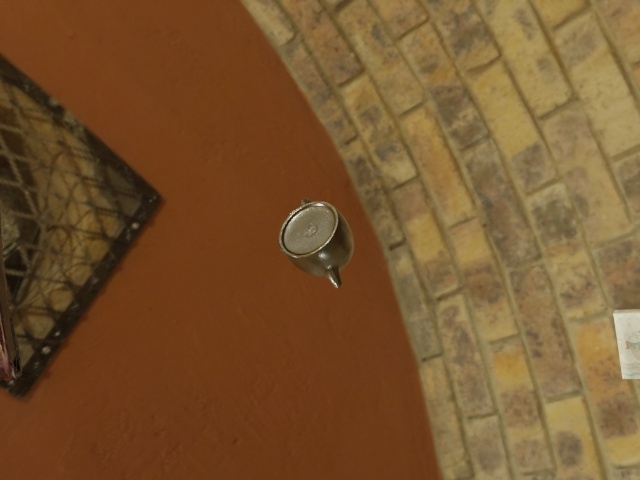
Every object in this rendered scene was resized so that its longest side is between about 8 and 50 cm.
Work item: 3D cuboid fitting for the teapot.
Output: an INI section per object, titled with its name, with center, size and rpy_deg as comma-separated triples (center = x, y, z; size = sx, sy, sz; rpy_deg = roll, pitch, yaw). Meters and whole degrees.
[teapot]
center = 0.000, 0.000, 0.879
size = 0.068, 0.076, 0.121
rpy_deg = 50, -164, -45

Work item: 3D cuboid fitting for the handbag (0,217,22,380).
[handbag]
center = -0.293, -0.012, 0.615
size = 0.073, 0.216, 0.203
rpy_deg = -8, -62, -28

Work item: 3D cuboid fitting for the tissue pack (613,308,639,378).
[tissue pack]
center = 0.468, 0.153, 1.173
size = 0.023, 0.056, 0.108
rpy_deg = -37, -63, -59
